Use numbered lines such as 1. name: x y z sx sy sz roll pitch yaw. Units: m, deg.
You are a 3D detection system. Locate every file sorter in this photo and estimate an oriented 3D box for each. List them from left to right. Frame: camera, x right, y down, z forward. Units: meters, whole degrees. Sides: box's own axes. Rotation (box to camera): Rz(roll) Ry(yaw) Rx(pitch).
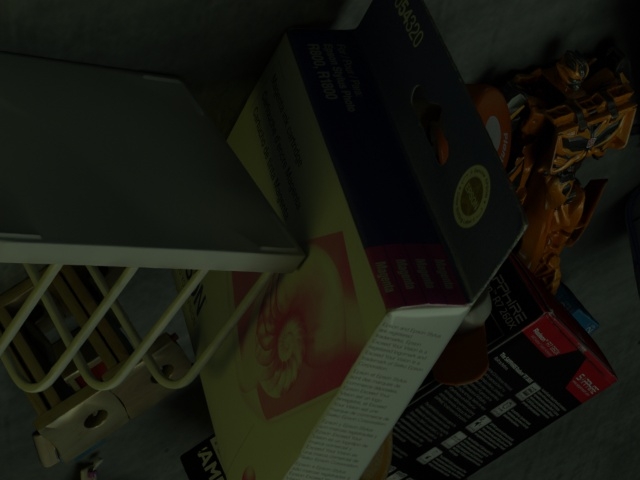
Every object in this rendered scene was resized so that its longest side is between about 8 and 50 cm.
1. file sorter: -0.195 -0.004 1.239 0.277 0.193 0.173 3 133 -47

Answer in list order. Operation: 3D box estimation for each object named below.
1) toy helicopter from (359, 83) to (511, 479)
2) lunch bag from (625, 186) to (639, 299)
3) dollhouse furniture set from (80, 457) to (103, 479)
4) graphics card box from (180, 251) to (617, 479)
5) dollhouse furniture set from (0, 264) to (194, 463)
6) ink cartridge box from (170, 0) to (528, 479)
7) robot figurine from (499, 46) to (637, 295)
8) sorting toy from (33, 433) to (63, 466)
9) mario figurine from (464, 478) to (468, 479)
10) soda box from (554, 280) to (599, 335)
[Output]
1. toy helicopter: 0.068 0.054 1.439 0.235 0.140 0.355 54 48 -50
2. lunch bag: 0.474 0.013 1.832 0.303 0.243 0.115 -14 149 15
3. dollhouse furniture set: -0.213 0.239 1.713 0.114 0.091 0.081 -17 107 -68
4. graphics card box: 0.078 0.169 1.684 0.371 0.094 0.233 -35 150 10
5. dollhouse furniture set: -0.174 0.113 1.467 0.129 0.129 0.184 -33 147 -6
6. ink cartridge box: 0.000 0.000 1.312 0.071 0.324 0.330 12 126 -26
7. robot figurine: 0.202 -0.053 1.666 0.211 0.085 0.291 -21 146 -34
8. sorting toy: -0.228 0.172 1.605 0.062 0.012 0.083 -27 148 -16
9. mario figurine: 0.039 0.329 2.015 0.320 0.170 0.198 -10 104 -53
10. soda box: 0.193 0.129 1.916 0.210 0.067 0.071 -43 148 9
